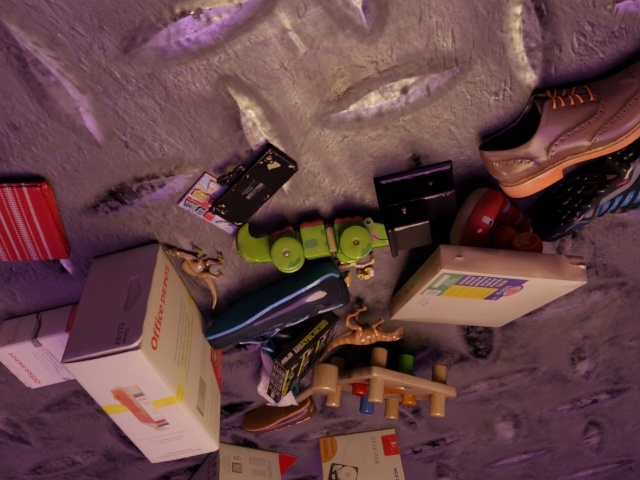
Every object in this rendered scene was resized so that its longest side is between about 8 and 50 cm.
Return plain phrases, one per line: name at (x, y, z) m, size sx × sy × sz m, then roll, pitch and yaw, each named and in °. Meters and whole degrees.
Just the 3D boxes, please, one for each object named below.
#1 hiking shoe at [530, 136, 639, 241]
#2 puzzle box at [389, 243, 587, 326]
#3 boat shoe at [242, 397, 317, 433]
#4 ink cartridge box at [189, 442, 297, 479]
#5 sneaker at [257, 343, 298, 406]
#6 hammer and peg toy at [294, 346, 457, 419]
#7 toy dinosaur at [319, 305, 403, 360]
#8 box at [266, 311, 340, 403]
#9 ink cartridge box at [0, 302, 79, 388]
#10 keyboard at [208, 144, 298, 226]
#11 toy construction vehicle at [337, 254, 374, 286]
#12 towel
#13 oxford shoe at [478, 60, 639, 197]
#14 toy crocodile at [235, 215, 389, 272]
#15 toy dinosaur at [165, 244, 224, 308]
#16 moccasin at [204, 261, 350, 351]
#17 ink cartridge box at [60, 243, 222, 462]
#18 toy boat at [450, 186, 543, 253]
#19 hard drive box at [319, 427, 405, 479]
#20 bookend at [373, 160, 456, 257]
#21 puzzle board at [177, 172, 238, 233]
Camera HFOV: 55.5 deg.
hiking shoe at (0.566, -0.085, 1.206) m, size 0.132 × 0.113 × 0.304 m, roll 31°, pitch 122°, yaw -29°
puzzle box at (0.318, 0.106, 1.253) m, size 0.272 × 0.052 × 0.409 m, roll 5°, pitch 160°, yaw -6°
boat shoe at (-0.110, 0.488, 1.666) m, size 0.207 × 0.073 × 0.073 m, roll -20°, pitch 130°, yaw 11°
ink cartridge box at (-0.248, 0.773, 1.872) m, size 0.271 × 0.130 × 0.309 m, roll 18°, pitch 127°, yaw -24°
sneaker at (-0.120, 0.348, 1.531) m, size 0.092 × 0.087 × 0.229 m, roll -9°, pitch 130°, yaw 7°
hammer and peg toy at (0.110, 0.340, 1.474) m, size 0.361 × 0.127 × 0.266 m, roll 19°, pitch 155°, yaw -25°
toy dinosaur at (0.083, 0.215, 1.396) m, size 0.211 × 0.064 × 0.112 m, roll -11°, pitch 97°, yaw 10°
box at (-0.041, 0.267, 1.395) m, size 0.184 × 0.045 × 0.191 m, roll -38°, pitch 159°, yaw -31°
ink cartridge box at (-0.581, 0.235, 1.360) m, size 0.217 × 0.092 × 0.159 m, roll -15°, pitch 132°, yaw 3°
keyboard at (-0.138, -0.106, 1.146) m, size 0.180 × 0.023 × 0.108 m, roll -42°, pitch 130°, yaw 20°
toy construction vehicle at (0.071, 0.069, 1.333) m, size 0.098 × 0.035 × 0.086 m, roll -7°, pitch 133°, yaw -1°
towel at (-0.632, -0.034, 1.150) m, size 0.274 × 0.031 × 0.199 m, roll -1°, pitch 134°, yaw -4°
oxford shoe at (0.451, -0.218, 1.065) m, size 0.363 × 0.130 × 0.132 m, roll -37°, pitch 121°, yaw 24°
toy crocodile at (0.000, 0.000, 1.223) m, size 0.340 × 0.105 × 0.115 m, roll -9°, pitch 174°, yaw -1°
toy dinosaur at (-0.246, 0.062, 1.287) m, size 0.092 × 0.053 × 0.183 m, roll -17°, pitch 127°, yaw 28°
moccasin at (-0.094, 0.172, 1.325) m, size 0.342 × 0.138 × 0.117 m, roll -25°, pitch 114°, yaw 20°
ink cartridge box at (-0.346, 0.238, 1.270) m, size 0.160 × 0.279 × 0.385 m, roll -13°, pitch 132°, yaw 6°
toy boat at (0.363, -0.003, 1.190) m, size 0.231 × 0.151 × 0.151 m, roll 29°, pitch 87°, yaw -43°
hard drive box at (0.120, 0.666, 1.789) m, size 0.232 × 0.181 × 0.089 m, roll -8°, pitch 132°, yaw -2°
bookend at (0.192, -0.061, 1.149) m, size 0.156 × 0.157 × 0.072 m, roll -12°, pitch 133°, yaw 5°
puzzle board at (-0.199, -0.069, 1.188) m, size 0.128 × 0.011 × 0.096 m, roll 30°, pitch 122°, yaw -30°
